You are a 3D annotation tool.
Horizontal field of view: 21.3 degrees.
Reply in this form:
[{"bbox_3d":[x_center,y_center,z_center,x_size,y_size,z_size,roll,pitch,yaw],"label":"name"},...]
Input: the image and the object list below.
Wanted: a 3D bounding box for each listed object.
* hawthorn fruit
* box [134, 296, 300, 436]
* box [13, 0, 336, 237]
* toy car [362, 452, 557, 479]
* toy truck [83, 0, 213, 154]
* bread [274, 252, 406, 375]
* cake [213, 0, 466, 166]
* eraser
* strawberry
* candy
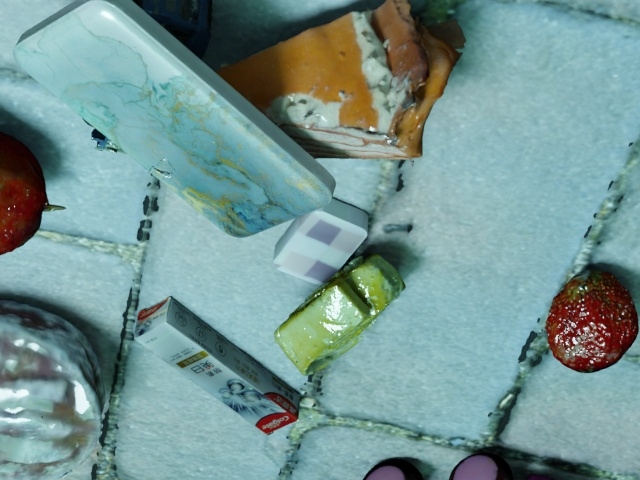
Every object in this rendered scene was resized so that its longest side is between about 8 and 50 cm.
[{"bbox_3d":[-0.331,-0.044,1.644,0.172,0.148,0.148,3,143,-24],"label":"hawthorn fruit"},{"bbox_3d":[-0.112,0.142,1.888,0.055,0.039,0.218,-28,128,32],"label":"box"},{"bbox_3d":[-0.125,-0.105,1.480,0.142,0.044,0.285,-22,128,42],"label":"box"},{"bbox_3d":[0.164,0.416,2.006,0.341,0.240,0.271,-11,137,25],"label":"toy car"},{"bbox_3d":[-0.160,-0.153,1.535,0.088,0.074,0.201,16,139,-16],"label":"toy truck"},{"bbox_3d":[0.021,0.071,1.737,0.064,0.117,0.156,48,128,8],"label":"bread"},{"bbox_3d":[-0.008,-0.115,1.511,0.287,0.135,0.098,-17,161,27],"label":"cake"},{"bbox_3d":[0.000,0.000,1.720,0.065,0.026,0.105,20,137,-18],"label":"eraser"},{"bbox_3d":[0.272,0.080,1.722,0.106,0.106,0.106,4,139,4],"label":"strawberry"},{"bbox_3d":[-0.378,0.168,1.865,0.290,0.157,0.214,5,110,-1],"label":"candy"}]
